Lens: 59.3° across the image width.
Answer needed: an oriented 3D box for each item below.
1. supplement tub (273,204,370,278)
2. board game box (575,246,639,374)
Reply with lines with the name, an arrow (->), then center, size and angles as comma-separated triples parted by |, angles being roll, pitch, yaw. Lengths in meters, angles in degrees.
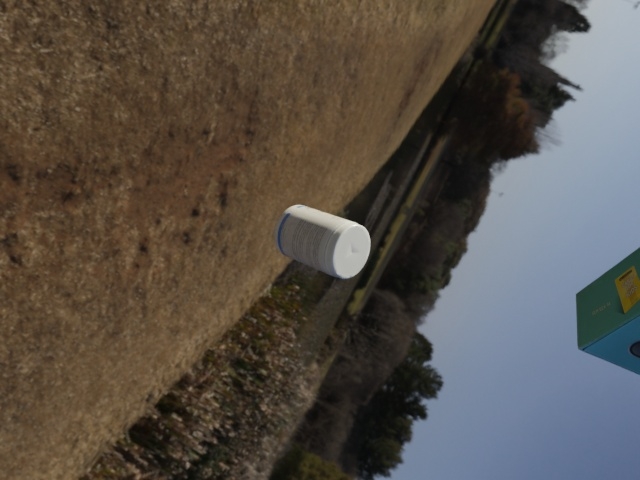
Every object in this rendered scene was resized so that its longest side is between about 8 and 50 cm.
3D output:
supplement tub -> 0.000, 0.000, 0.695 | 0.071, 0.107, 0.071 | -20, 120, -39
board game box -> 0.438, 0.039, 0.480 | 0.336, 0.254, 0.079 | 120, -9, -50
